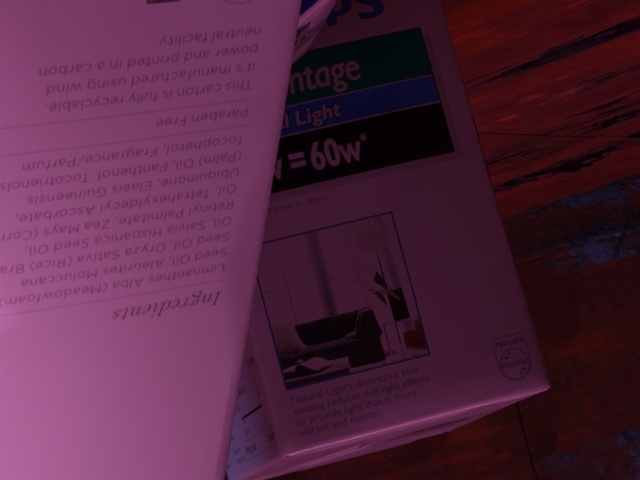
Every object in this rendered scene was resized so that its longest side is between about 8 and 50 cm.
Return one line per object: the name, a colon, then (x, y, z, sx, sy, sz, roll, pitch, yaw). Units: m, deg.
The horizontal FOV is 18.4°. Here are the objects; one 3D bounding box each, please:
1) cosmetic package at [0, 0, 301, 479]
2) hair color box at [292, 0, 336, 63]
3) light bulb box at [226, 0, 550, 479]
cosmetic package: (-0.153, -0.005, 0.999, 0.161, 0.230, 0.453, -9, 126, -28)
hair color box: (-0.147, -0.078, 1.284, 0.339, 0.110, 0.185, -41, 179, -14)
light bulb box: (0.000, 0.000, 1.676, 0.225, 0.361, 0.358, -13, 172, -12)
